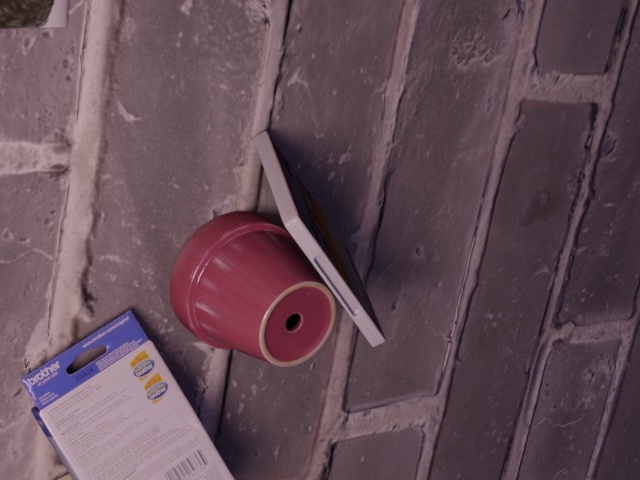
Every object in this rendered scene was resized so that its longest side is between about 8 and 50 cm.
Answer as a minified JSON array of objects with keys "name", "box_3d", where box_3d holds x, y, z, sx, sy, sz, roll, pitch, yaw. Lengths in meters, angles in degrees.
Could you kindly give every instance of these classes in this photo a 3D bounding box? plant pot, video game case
[{"name":"plant pot","box_3d":[-0.081,0.082,1.757,0.201,0.180,0.201,-19,123,-32]},{"name":"video game case","box_3d":[0.000,0.000,1.773,0.025,0.204,0.285,-29,132,7]}]

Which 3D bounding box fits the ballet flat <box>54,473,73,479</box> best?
[{"name":"ballet flat","box_3d":[-0.316,0.358,1.772,0.248,0.086,0.086,-31,128,-23]}]

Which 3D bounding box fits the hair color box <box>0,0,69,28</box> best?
[{"name":"hair color box","box_3d":[-0.364,-0.416,1.323,0.185,0.113,0.374,-10,118,-36]}]

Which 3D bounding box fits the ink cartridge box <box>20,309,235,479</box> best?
[{"name":"ink cartridge box","box_3d":[-0.263,0.272,1.728,0.186,0.065,0.311,-33,103,-22]}]
